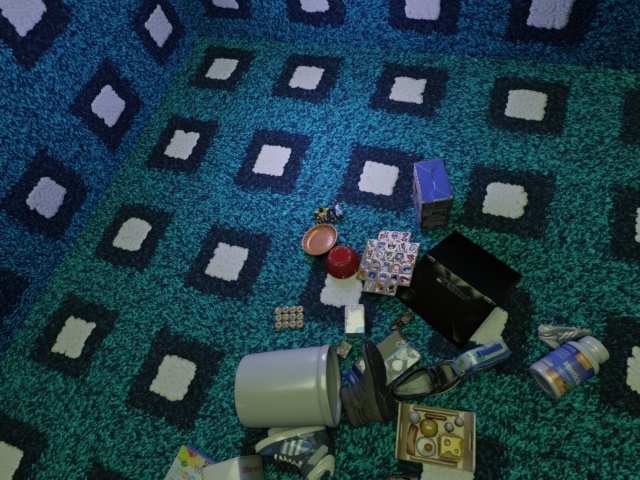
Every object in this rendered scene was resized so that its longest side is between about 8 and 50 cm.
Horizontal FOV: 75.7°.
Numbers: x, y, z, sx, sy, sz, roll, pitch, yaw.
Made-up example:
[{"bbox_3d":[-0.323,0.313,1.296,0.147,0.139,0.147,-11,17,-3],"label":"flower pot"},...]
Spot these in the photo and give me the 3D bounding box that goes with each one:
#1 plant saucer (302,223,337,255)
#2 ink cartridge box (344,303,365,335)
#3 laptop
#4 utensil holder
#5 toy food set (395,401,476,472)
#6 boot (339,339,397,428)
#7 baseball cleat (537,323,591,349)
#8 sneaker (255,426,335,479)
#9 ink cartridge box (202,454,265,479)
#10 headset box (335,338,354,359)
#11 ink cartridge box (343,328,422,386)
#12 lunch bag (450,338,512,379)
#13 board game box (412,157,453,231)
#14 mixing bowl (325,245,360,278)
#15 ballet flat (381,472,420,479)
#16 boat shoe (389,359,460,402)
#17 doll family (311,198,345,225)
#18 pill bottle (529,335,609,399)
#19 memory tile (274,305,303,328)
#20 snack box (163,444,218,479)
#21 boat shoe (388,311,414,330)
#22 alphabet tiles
[{"bbox_3d":[0.000,0.000,2.162,0.200,0.037,0.199,-14,50,17],"label":"plant saucer"},{"bbox_3d":[0.165,0.375,1.935,0.092,0.090,0.143,-2,63,11],"label":"ink cartridge box"},{"bbox_3d":[0.649,0.216,1.949,0.382,0.236,0.407,40,106,26],"label":"laptop"},{"bbox_3d":[-0.128,0.622,1.749,0.386,0.327,0.327,-7,63,10],"label":"utensil holder"},{"bbox_3d":[0.465,0.789,1.667,0.306,0.092,0.219,3,65,14],"label":"toy food set"},{"bbox_3d":[0.171,0.613,1.750,0.223,0.118,0.337,-24,67,30],"label":"boot"},{"bbox_3d":[1.033,0.412,1.751,0.206,0.072,0.109,3,81,16],"label":"baseball cleat"},{"bbox_3d":[-0.099,0.917,1.706,0.323,0.130,0.236,-16,58,-2],"label":"sneaker"},{"bbox_3d":[-0.312,1.064,1.600,0.161,0.279,0.384,-17,62,5],"label":"ink cartridge box"},{"bbox_3d":[0.107,0.509,1.915,0.062,0.032,0.083,26,73,23],"label":"headset box"},{"bbox_3d":[0.276,0.559,1.838,0.333,0.065,0.165,-38,63,-6],"label":"ink cartridge box"},{"bbox_3d":[0.661,0.487,1.698,0.219,0.176,0.090,-13,58,-23],"label":"lunch bag"},{"bbox_3d":[0.544,-0.217,2.027,0.141,0.291,0.231,-8,64,7],"label":"board game box"},{"bbox_3d":[0.106,0.094,2.081,0.182,0.098,0.181,-4,64,9],"label":"mixing bowl"},{"bbox_3d":[0.310,0.961,1.641,0.173,0.049,0.057,-17,61,4],"label":"ballet flat"},{"bbox_3d":[0.454,0.593,1.753,0.340,0.113,0.127,-17,61,4],"label":"boat shoe"},{"bbox_3d":[0.043,-0.155,2.234,0.193,0.076,0.111,-14,58,0],"label":"doll family"},{"bbox_3d":[1.003,0.502,1.656,0.272,0.152,0.152,-32,62,-3],"label":"pill bottle"},{"bbox_3d":[-0.156,0.381,2.046,0.148,0.012,0.113,-6,63,10],"label":"memory tile"},{"bbox_3d":[-0.573,1.031,1.789,0.175,0.070,0.207,20,72,20],"label":"snack box"},{"bbox_3d":[0.375,0.376,1.918,0.133,0.042,0.048,-31,64,-2],"label":"boat shoe"},{"bbox_3d":[0.329,0.104,2.027,0.285,0.011,0.342,5,64,34],"label":"alphabet tiles"}]
